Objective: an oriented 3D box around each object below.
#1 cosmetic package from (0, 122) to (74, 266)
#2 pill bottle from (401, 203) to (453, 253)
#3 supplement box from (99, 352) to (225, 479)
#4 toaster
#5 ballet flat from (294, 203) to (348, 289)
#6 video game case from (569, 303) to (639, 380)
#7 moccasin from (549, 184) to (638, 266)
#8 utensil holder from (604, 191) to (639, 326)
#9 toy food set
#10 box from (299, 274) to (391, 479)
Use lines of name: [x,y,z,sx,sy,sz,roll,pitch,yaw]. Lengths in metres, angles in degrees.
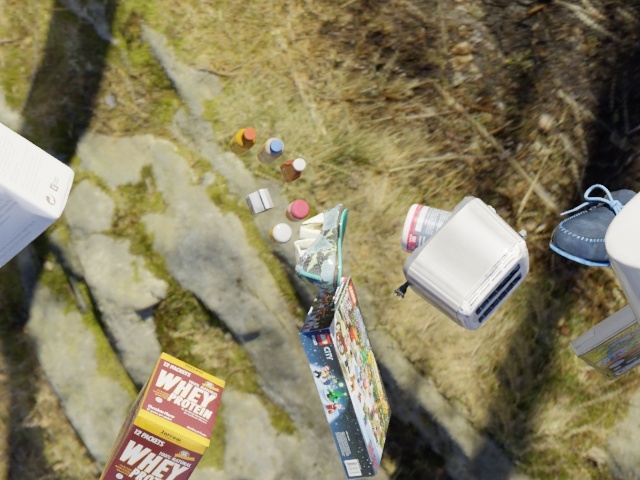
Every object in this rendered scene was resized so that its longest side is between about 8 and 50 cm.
cosmetic package: [-0.383,-0.079,0.901,0.117,0.085,0.231,-33,126,28]
pill bottle: [0.272,-0.008,1.908,0.180,0.108,0.108,13,110,16]
supplement box: [-0.278,0.343,1.573,0.129,0.191,0.194,27,114,-10]
toaster: [0.247,0.048,1.513,0.227,0.129,0.146,-45,61,-8]
ballet flat: [0.000,0.000,1.133,0.070,0.188,0.070,2,112,4]
video game case: [0.593,0.143,1.573,0.275,0.248,0.035,-36,58,16]
moccasin: [0.524,-0.043,1.585,0.138,0.342,0.117,36,124,33]
utensil holder: [0.444,0.107,0.703,0.327,0.327,0.385,-25,100,29]
toy food set: [-0.085,-0.112,1.725,0.232,0.111,0.104,70,162,1]
box: [0.040,0.187,1.240,0.044,0.159,0.233,-11,111,17]
